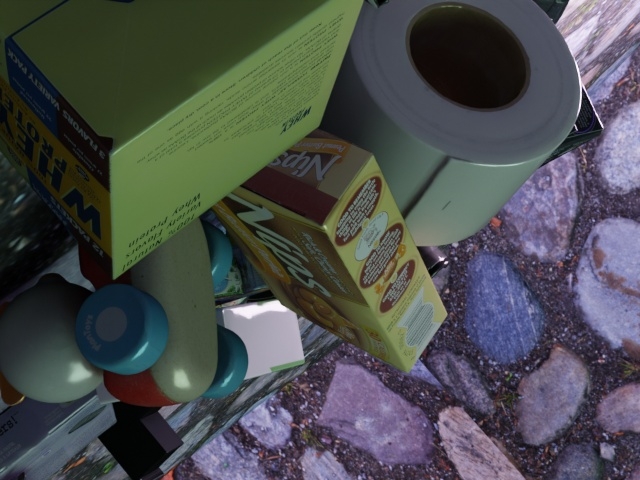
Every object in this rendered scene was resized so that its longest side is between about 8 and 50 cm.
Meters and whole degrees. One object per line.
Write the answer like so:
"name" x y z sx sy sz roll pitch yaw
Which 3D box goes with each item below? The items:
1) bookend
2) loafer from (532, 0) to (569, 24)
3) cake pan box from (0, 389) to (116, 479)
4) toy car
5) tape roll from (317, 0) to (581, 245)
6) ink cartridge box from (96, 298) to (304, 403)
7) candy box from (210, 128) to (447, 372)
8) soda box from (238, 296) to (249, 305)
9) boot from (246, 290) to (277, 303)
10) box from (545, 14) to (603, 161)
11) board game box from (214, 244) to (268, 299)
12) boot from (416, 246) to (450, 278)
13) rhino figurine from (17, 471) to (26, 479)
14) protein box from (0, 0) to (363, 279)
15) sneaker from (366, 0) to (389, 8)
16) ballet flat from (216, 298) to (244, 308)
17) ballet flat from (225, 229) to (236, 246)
"bookend" -0.258 0.265 1.701 0.157 0.156 0.072 -46 169 17
"loafer" 0.273 -0.360 1.305 0.109 0.095 0.302 -4 150 -20
"cake pan box" -0.398 0.282 1.498 0.267 0.070 0.246 -39 168 -16
"toy car" -0.222 0.065 1.041 0.238 0.210 0.219 -15 162 15
"tape roll" 0.118 -0.139 1.138 0.246 0.246 0.169 -36 168 -32
"ink cartridge box" -0.157 0.137 1.401 0.219 0.093 0.160 -14 175 31
"candy box" 0.000 0.000 1.101 0.087 0.183 0.316 -55 149 -17
"soda box" -0.168 0.137 1.660 0.169 0.053 0.060 -63 164 18
"boot" -0.064 0.036 1.685 0.236 0.085 0.178 -16 158 31
"box" 0.186 -0.141 1.394 0.143 0.165 0.270 -19 172 -35
"board game box" -0.129 0.043 1.296 0.194 0.060 0.194 -18 174 34
"boot" 0.099 -0.031 1.598 0.118 0.223 0.338 -42 171 6
"rhino figurine" -0.394 0.357 1.441 0.106 0.073 0.243 -32 166 -23
"protein box" -0.099 -0.113 0.718 0.200 0.136 0.201 -39 169 -21
"sneaker" 0.060 -0.254 1.003 0.040 0.044 0.109 -34 166 -28
"ballet flat" -0.102 0.023 1.489 0.241 0.091 0.077 -47 148 11
"ballet flat" -0.017 -0.030 1.431 0.231 0.077 0.077 -12 163 -26
